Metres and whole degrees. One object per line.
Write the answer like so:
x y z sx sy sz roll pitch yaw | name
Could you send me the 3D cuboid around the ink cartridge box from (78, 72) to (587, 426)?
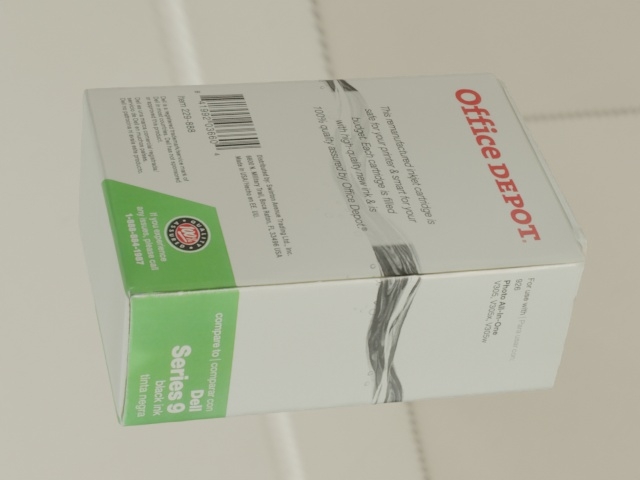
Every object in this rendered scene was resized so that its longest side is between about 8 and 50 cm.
0.000 0.000 1.286 0.289 0.211 0.121 -3 130 -13 | ink cartridge box
